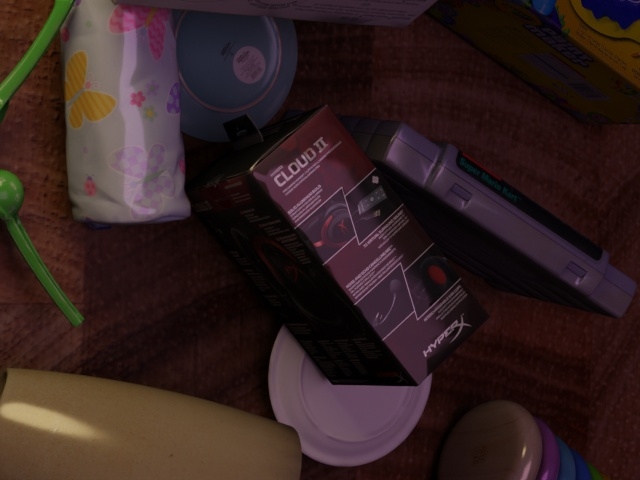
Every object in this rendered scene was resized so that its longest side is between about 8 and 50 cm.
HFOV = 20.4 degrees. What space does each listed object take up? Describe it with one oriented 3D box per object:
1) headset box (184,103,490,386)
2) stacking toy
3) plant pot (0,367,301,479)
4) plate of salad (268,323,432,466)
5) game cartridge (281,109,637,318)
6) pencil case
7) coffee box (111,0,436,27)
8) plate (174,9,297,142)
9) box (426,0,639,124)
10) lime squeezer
[{"bbox_3d":[0.000,0.000,1.741,0.110,0.218,0.293,-42,101,-19],"label":"headset box"},{"bbox_3d":[0.290,0.302,2.036,0.330,0.141,0.141,30,77,-35],"label":"stacking toy"},{"bbox_3d":[-0.200,0.235,1.664,0.274,0.256,0.256,27,79,-15],"label":"plant pot"},{"bbox_3d":[0.029,0.141,1.897,0.200,0.048,0.200,-2,94,-27],"label":"plate of salad"},{"bbox_3d":[0.145,-0.030,1.854,0.355,0.230,0.068,32,76,-31],"label":"game cartridge"},{"bbox_3d":[-0.185,-0.145,1.703,0.124,0.113,0.273,-11,100,-47],"label":"pencil case"},{"bbox_3d":[-0.008,-0.422,1.610,0.338,0.334,0.338,-1,68,-33],"label":"coffee box"},{"bbox_3d":[-0.098,-0.194,1.807,0.188,0.024,0.188,-2,94,-33],"label":"plate"},{"bbox_3d":[0.303,-0.317,1.969,0.290,0.177,0.279,30,77,-31],"label":"box"},{"bbox_3d":[-0.281,-0.072,1.668,0.110,0.059,0.310,-3,98,-13],"label":"lime squeezer"}]
